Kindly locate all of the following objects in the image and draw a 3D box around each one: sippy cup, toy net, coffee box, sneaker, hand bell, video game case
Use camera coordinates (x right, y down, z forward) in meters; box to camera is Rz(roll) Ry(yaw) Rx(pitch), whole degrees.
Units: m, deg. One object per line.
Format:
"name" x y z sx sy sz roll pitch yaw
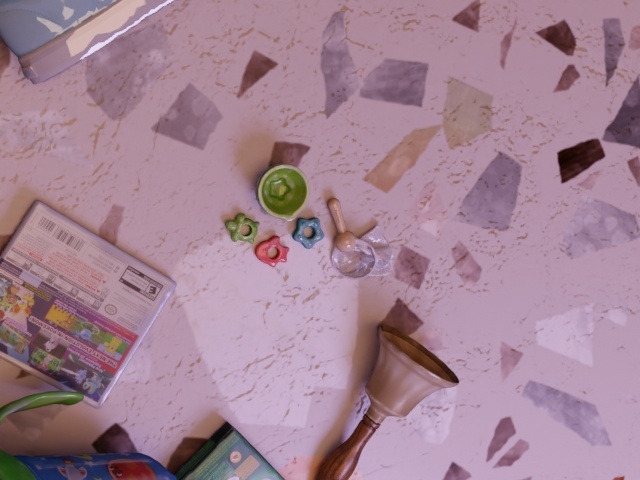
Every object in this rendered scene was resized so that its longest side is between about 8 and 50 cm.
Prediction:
"sippy cup" -0.282 0.343 1.340 0.224 0.240 0.305 -3 112 -41
"toy net" 0.000 0.000 1.492 0.232 0.045 0.122 31 86 -21
"coffee box" -0.096 0.336 1.508 0.113 0.040 0.184 -45 109 -8
"sneaker" -0.213 -0.334 1.317 0.366 0.135 0.150 -38 112 -12
"hand bell" 0.063 0.245 1.537 0.126 0.126 0.242 31 100 -21
"video game case" -0.303 0.079 1.404 0.201 0.023 0.183 33 86 -22
